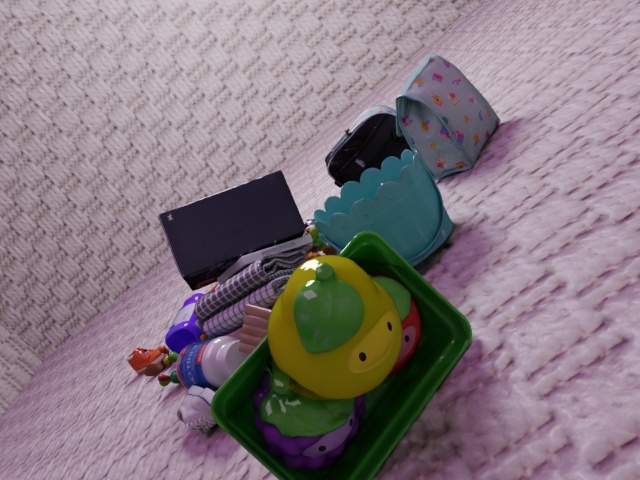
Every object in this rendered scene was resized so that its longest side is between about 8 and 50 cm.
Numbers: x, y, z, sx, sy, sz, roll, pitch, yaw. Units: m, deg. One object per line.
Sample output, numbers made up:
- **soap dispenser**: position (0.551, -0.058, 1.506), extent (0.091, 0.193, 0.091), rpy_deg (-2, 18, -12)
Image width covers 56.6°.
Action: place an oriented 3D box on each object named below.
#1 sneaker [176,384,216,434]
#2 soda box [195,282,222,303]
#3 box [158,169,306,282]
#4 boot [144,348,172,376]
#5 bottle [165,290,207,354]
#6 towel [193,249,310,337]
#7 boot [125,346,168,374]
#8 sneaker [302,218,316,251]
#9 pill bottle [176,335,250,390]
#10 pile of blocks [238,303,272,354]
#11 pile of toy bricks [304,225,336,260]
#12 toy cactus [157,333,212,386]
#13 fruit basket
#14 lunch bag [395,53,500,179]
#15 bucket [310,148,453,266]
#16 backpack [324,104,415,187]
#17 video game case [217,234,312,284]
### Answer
- **sneaker**: position (-0.243, 0.376, 1.286), extent (0.258, 0.094, 0.091), rpy_deg (-23, 37, 63)
- **soda box**: position (-0.269, 0.153, 1.874), extent (0.263, 0.092, 0.083), rpy_deg (-42, 17, -5)
- **box**: position (-0.241, -0.016, 1.652), extent (0.343, 0.179, 0.312), rpy_deg (-22, -9, -11)
- **boot**: position (-0.506, 0.384, 1.911), extent (0.118, 0.042, 0.087), rpy_deg (-33, 12, 21)
- **bottle**: position (-0.421, 0.257, 1.944), extent (0.118, 0.092, 0.283), rpy_deg (-36, 17, 14)
- **towel**: position (-0.160, 0.122, 1.513), extent (0.235, 0.121, 0.283), rpy_deg (-34, -6, 21)
- **boot**: position (-0.584, 0.386, 1.991), extent (0.158, 0.085, 0.059), rpy_deg (-32, 17, 21)
- **sneaker**: position (0.008, -0.038, 1.773), extent (0.237, 0.086, 0.085), rpy_deg (-27, 20, 35)
- **pill bottle**: position (-0.240, 0.290, 1.403), extent (0.221, 0.124, 0.124), rpy_deg (-22, 25, 48)
- **pile of blocks**: position (-0.005, 0.175, 1.268), extent (0.362, 0.149, 0.112), rpy_deg (-20, -19, 29)
- **pile of toy bricks**: position (0.000, 0.000, 1.653), extent (0.212, 0.105, 0.118), rpy_deg (-39, 17, 5)
- **toy cactus**: position (-0.361, 0.333, 1.634), extent (0.219, 0.112, 0.180), rpy_deg (-33, 26, -5)
- **fruit basket**: position (0.038, 0.162, 0.832), extent (0.392, 0.283, 0.392), rpy_deg (-46, 3, 3)
- **lunch bag**: position (0.310, -0.327, 1.535), extent (0.160, 0.262, 0.223), rpy_deg (-19, 28, 51)
- **bucket**: position (0.140, -0.049, 1.294), extent (0.281, 0.183, 0.281), rpy_deg (-34, 13, 9)
- **backpack**: position (0.162, -0.253, 1.700), extent (0.253, 0.225, 0.191), rpy_deg (-50, 15, 22)
- **video game case**: position (-0.154, 0.053, 1.605), extent (0.206, 0.026, 0.227), rpy_deg (-19, -9, -30)
